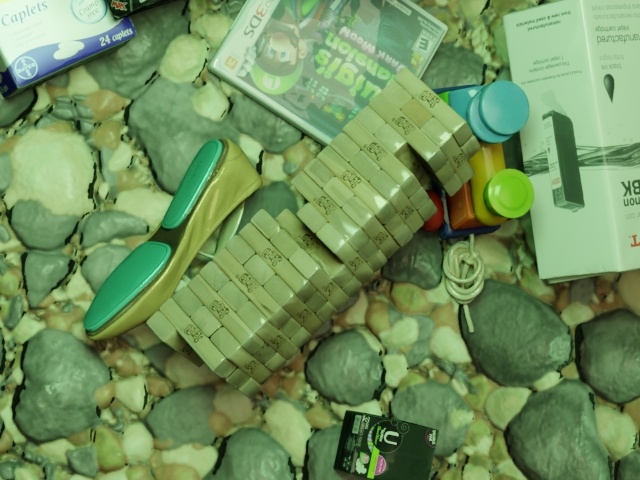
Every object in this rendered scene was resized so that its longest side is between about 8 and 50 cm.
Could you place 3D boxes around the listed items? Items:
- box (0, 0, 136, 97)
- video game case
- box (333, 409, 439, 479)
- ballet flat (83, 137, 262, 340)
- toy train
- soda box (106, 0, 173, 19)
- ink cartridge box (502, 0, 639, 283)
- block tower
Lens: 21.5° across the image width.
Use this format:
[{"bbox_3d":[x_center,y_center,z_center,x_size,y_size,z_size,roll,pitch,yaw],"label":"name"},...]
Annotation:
[{"bbox_3d":[-0.258,-0.221,1.550,0.126,0.072,0.137,-27,96,-19],"label":"box"},{"bbox_3d":[0.010,-0.191,1.666,0.190,0.022,0.173,33,78,-15],"label":"video game case"},{"bbox_3d":[0.064,0.205,1.651,0.083,0.052,0.062,15,84,-18],"label":"box"},{"bbox_3d":[-0.130,0.012,1.584,0.073,0.080,0.232,41,77,-29],"label":"ballet flat"},{"bbox_3d":[0.164,-0.034,1.647,0.105,0.143,0.248,-8,90,-18],"label":"toy train"},{"bbox_3d":[-0.129,-0.255,1.564,0.169,0.060,0.053,-28,97,-49],"label":"soda box"},{"bbox_3d":[0.304,-0.104,1.687,0.197,0.114,0.273,-8,91,-39],"label":"ink cartridge box"},{"bbox_3d":[0.000,0.000,1.563,0.335,0.091,0.097,-44,61,-1],"label":"block tower"}]
